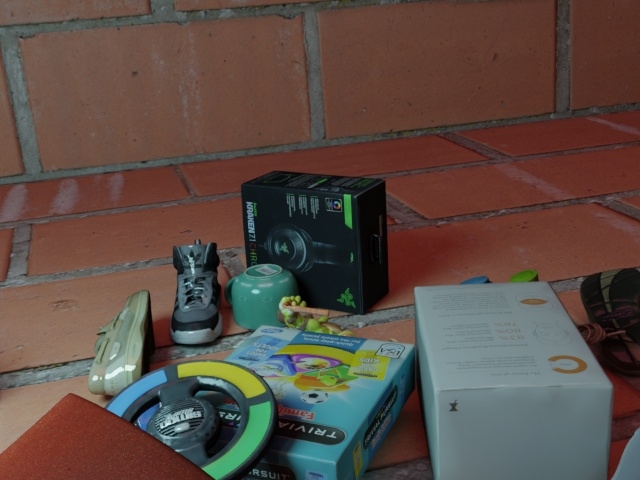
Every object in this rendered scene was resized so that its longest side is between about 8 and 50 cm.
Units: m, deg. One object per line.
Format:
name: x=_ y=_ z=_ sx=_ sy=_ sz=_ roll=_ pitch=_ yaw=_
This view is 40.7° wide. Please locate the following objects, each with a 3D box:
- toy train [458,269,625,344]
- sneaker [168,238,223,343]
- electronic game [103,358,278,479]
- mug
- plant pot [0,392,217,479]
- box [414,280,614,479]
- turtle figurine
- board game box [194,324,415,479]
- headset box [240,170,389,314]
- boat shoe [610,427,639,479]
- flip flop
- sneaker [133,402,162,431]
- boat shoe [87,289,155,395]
toy train: x=0.355 y=0.111 z=1.411 sx=0.248 sy=0.143 sz=0.105 roll=-14 pitch=16 yaw=17
sneaker: x=-0.242 y=0.089 z=1.644 sx=0.101 sy=0.153 sz=0.268 roll=-5 pitch=18 yaw=-3
electronic game: x=-0.163 y=0.223 z=1.027 sx=0.230 sy=0.048 sz=0.229 roll=-6 pitch=33 yaw=4
mug: x=-0.120 y=0.103 z=1.665 sx=0.158 sy=0.097 sz=0.129 roll=-1 pitch=19 yaw=7
plant pot: x=-0.191 y=0.337 z=0.769 sx=0.236 sy=0.267 sz=0.267 roll=13 pitch=22 yaw=12
box: x=0.250 y=0.197 z=1.205 sx=0.215 sy=0.168 sz=0.345 roll=-2 pitch=18 yaw=3
turtle figurine: x=0.020 y=0.165 z=1.436 sx=0.270 sy=0.087 sz=0.217 roll=25 pitch=-4 yaw=-22
board game box: x=-0.036 y=0.227 z=1.181 sx=0.254 sy=0.079 sz=0.336 roll=4 pitch=19 yaw=21
headset box: x=0.000 y=0.000 z=1.723 sx=0.283 sy=0.246 sz=0.131 roll=8 pitch=21 yaw=28
boat shoe: x=0.381 y=0.304 z=0.963 sx=0.113 sy=0.104 sz=0.306 roll=15 pitch=32 yaw=34
flip flop: x=0.517 y=0.140 z=1.478 sx=0.112 sy=0.080 sz=0.277 roll=-12 pitch=33 yaw=12
sneaker: x=-0.279 y=0.250 z=1.301 sx=0.085 sy=0.058 sz=0.152 roll=9 pitch=21 yaw=-16
boat shoe: x=-0.343 y=0.173 z=1.495 sx=0.098 sy=0.109 sz=0.302 roll=-4 pitch=24 yaw=-5
